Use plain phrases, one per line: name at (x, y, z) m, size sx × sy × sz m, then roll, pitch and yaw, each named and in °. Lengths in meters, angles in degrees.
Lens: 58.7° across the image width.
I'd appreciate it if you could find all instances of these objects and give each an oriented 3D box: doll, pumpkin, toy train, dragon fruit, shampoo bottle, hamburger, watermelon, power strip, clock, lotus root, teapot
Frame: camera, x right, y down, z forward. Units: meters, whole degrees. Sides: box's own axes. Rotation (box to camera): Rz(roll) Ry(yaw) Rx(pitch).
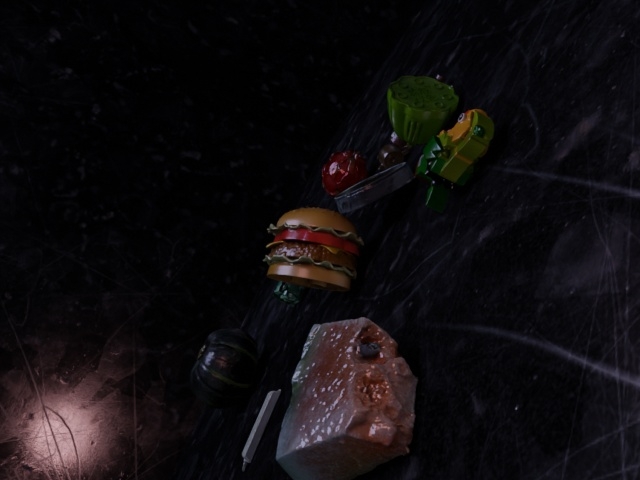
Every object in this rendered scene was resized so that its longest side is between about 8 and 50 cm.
doll at (0.261, -0.164, 1.096) m, size 0.186 × 0.106 × 0.134 m, roll -56°, pitch 16°, yaw 31°
pumpkin at (-0.374, 0.501, 2.249) m, size 0.323 × 0.241 × 0.323 m, roll -62°, pitch 9°, yaw 18°
toy train at (-0.085, 0.115, 2.186) m, size 0.269 × 0.115 × 0.154 m, roll -67°, pitch 13°, yaw -23°
dragon fruit at (0.088, -0.238, 2.090) m, size 0.209 × 0.172 × 0.172 m, roll 106°, pitch -176°, yaw -53°
shampoo bottle at (0.296, -0.387, 1.698) m, size 0.236 × 0.067 × 0.068 m, roll -56°, pitch 30°, yaw 26°
hamburger at (-0.016, 0.017, 1.567) m, size 0.274 × 0.275 × 0.212 m, roll 151°, pitch 131°, yaw -74°
watermelon at (0.031, 0.264, 0.966) m, size 0.302 × 0.151 × 0.264 m, roll -53°, pitch 12°, yaw 46°
power strip at (-0.181, 0.556, 1.687) m, size 0.252 × 0.027 × 0.060 m, roll -66°, pitch 10°, yaw -23°
clock at (0.141, -0.142, 1.518) m, size 0.226 × 0.049 × 0.226 m, roll -27°, pitch 8°, yaw 4°
lotus root at (0.253, -0.314, 1.485) m, size 0.186 × 0.186 × 0.186 m, roll -60°, pitch 9°, yaw 16°
teapot at (0.221, -0.248, 1.697) m, size 0.121 × 0.076 × 0.068 m, roll -31°, pitch 26°, yaw 8°
